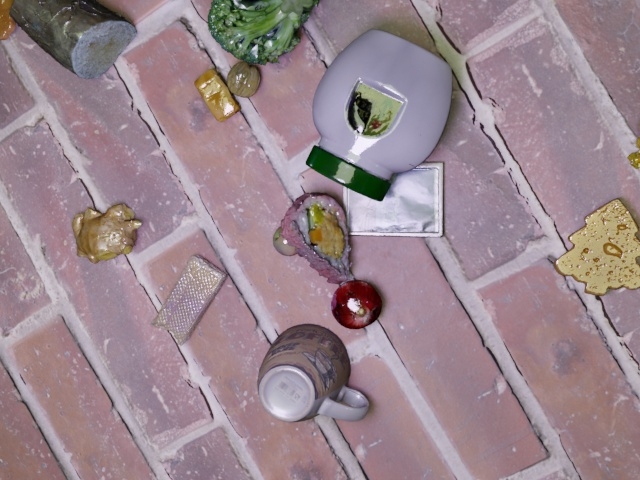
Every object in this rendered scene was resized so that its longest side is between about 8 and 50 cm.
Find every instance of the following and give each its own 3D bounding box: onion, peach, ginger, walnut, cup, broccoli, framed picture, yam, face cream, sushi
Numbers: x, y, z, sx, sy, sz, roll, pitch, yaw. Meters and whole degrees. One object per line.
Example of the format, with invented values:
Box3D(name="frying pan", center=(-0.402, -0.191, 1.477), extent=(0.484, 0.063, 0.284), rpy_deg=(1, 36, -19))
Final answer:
Box3D(name="onion", center=(0.091, 0.161, 1.845), extent=(0.131, 0.131, 0.131), rpy_deg=(1, 96, 12))
Box3D(name="peach", center=(-0.082, 0.001, 1.882), extent=(0.083, 0.083, 0.083), rpy_deg=(1, 96, 12))
Box3D(name="ginger", center=(-0.571, -0.020, 1.974), extent=(0.216, 0.102, 0.157), rpy_deg=(-13, 70, 16))
Box3D(name="walnut", center=(-0.196, -0.408, 1.862), extent=(0.092, 0.092, 0.092), rpy_deg=(1, 96, 12))
Box3D(name="cup", center=(-0.022, 0.369, 1.822), extent=(0.301, 0.257, 0.227), rpy_deg=(30, 104, 6))
Box3D(name="broccoli", center=(-0.135, -0.551, 1.748), extent=(0.245, 0.294, 0.265), rpy_deg=(-3, 132, 47))
Box3D(name="framed picture", center=(0.181, -0.102, 1.846), extent=(0.260, 0.023, 0.188), rpy_deg=(1, 94, 13))
Box3D(name="yam", center=(-0.658, -0.570, 1.892), extent=(0.271, 0.201, 0.202), rpy_deg=(41, 102, 12))
Box3D(name="face cream", center=(0.133, -0.292, 1.728), extent=(0.313, 0.219, 0.356), rpy_deg=(27, 98, 8))
Box3D(name="sushi", center=(0.008, -0.017, 1.833), extent=(0.241, 0.108, 0.161), rpy_deg=(43, 65, -23))

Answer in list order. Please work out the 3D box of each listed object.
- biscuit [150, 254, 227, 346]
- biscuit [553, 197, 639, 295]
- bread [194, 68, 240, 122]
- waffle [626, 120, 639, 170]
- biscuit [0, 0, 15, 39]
Box3D(name="biscuit", center=(-0.354, 0.160, 1.968), extent=(0.108, 0.062, 0.238), rpy_deg=(35, 101, 8))
Box3D(name="biscuit", center=(0.677, 0.016, 1.741), extent=(0.212, 0.041, 0.238), rpy_deg=(13, 99, 16))
Box3D(name="bread", center=(-0.265, -0.373, 1.892), extent=(0.074, 0.053, 0.132), rpy_deg=(-30, 91, 14))
Box3D(name="waffle", center=(0.861, -0.211, 1.671), extent=(0.291, 0.051, 0.290), rpy_deg=(2, 99, 14))
Box3D(name="biscuit", center=(-0.873, -0.668, 2.000), extent=(0.144, 0.040, 0.236), rpy_deg=(8, 100, 18))
